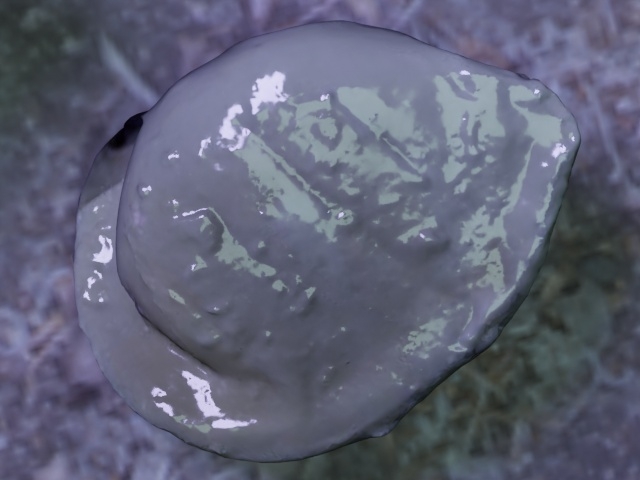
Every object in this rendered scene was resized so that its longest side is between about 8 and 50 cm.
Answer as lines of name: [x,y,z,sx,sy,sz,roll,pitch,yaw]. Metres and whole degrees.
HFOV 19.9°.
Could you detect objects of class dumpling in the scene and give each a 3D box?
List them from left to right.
dumpling: [-0.001,0.000,0.642,0.176,0.092,0.150,-7,93,-5]
